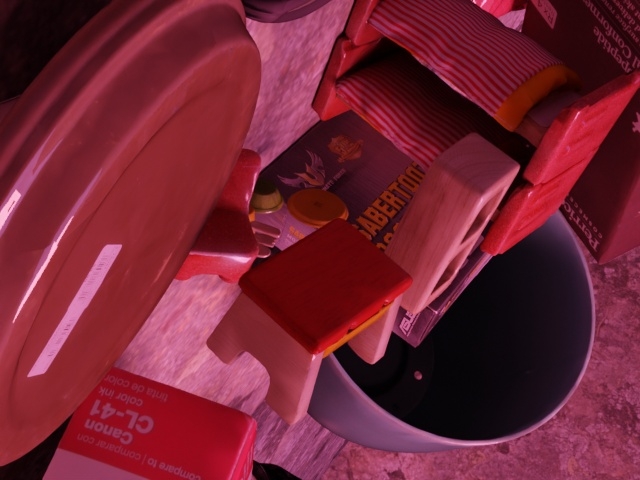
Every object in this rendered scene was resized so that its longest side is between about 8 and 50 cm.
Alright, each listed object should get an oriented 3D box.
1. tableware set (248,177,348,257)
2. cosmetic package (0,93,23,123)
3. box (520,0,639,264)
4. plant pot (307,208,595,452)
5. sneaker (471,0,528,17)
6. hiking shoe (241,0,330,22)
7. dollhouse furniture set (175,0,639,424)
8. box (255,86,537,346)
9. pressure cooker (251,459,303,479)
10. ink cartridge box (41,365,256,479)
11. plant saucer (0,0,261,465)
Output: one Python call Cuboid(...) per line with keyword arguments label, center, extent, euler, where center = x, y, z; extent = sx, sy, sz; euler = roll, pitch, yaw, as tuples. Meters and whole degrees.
Cuboid(label="tableware set", center=(0.000, 0.000, 0.828), extent=(0.104, 0.154, 0.024), euler=(-63, 168, -51))
Cuboid(label="cosmetic package", center=(-0.149, -0.012, 0.532), extent=(0.060, 0.041, 0.115), euler=(-37, 159, -58))
Cuboid(label="box", center=(0.276, -0.161, 0.937), extent=(0.143, 0.191, 0.381), euler=(-26, 154, -10))
Cuboid(label="plant pot", center=(0.082, 0.076, 1.094), extent=(0.293, 0.293, 0.235), euler=(-48, -178, -29))
Cuboid(label="sneaker", center=(0.231, -0.271, 1.029), extent=(0.314, 0.136, 0.116), euler=(-43, 162, -41))
Cuboid(label="hiking shoe", center=(0.031, -0.194, 0.618), extent=(0.227, 0.086, 0.114), euler=(-52, 164, -14))
Cuboid(label="dollhouse furniture set", center=(0.043, -0.068, 0.765), extent=(0.374, 0.201, 0.152), euler=(-31, 155, -46))
Cuboid(label="box", center=(0.075, -0.044, 0.945), extent=(0.231, 0.183, 0.056), euler=(-44, 165, -38))
Cuboid(label="pressure cooker", center=(-0.073, 0.446, 1.193), extent=(0.370, 0.420, 0.375), euler=(-57, -158, -15))
Cuboid(label="ink cartridge box", center=(-0.158, 0.273, 0.787), extent=(0.226, 0.131, 0.306), euler=(103, 9, -62))
Cuboid(label="plant saucer", center=(-0.106, -0.001, 0.531), extent=(0.278, 0.041, 0.278), euler=(-57, 174, -9))
